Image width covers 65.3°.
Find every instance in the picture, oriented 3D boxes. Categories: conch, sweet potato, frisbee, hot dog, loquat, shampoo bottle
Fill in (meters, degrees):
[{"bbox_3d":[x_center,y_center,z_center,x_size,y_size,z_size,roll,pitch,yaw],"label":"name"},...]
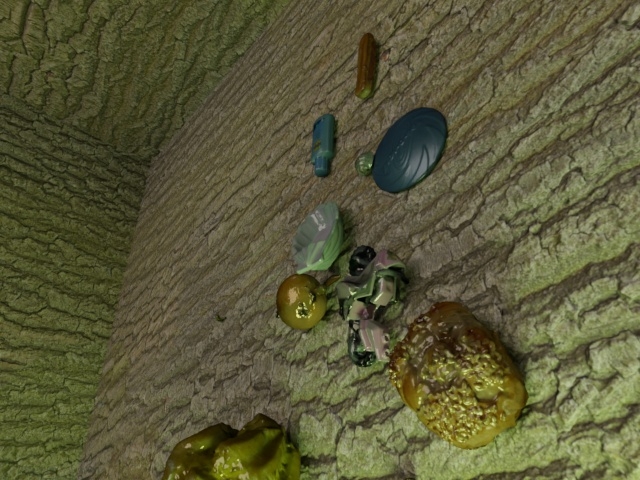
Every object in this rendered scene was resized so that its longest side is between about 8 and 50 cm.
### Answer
[{"bbox_3d":[0.142,-0.256,1.630,0.076,0.056,0.085,119,156,-46],"label":"conch"},{"bbox_3d":[0.025,0.134,1.572,0.115,0.026,0.026,-42,39,34],"label":"sweet potato"},{"bbox_3d":[0.253,-0.281,1.510,0.289,0.049,0.290,-32,45,39],"label":"frisbee"},{"bbox_3d":[0.169,-0.647,1.853,0.087,0.061,0.286,-19,56,51],"label":"hot dog"},{"bbox_3d":[-0.053,0.183,1.527,0.204,0.149,0.172,-33,54,41],"label":"loquat"},{"bbox_3d":[0.008,-0.354,1.879,0.103,0.061,0.259,-29,47,42],"label":"shampoo bottle"}]

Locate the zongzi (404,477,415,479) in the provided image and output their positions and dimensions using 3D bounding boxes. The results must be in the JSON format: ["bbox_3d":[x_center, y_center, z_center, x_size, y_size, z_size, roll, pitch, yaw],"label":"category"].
[{"bbox_3d":[0.193,0.558,1.057,0.076,0.040,0.083,-52,47,6],"label":"zongzi"}]

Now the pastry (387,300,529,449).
[{"bbox_3d":[0.264,0.269,1.038,0.255,0.161,0.311,-61,32,8],"label":"pastry"}]

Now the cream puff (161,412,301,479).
[{"bbox_3d":[-0.220,0.603,1.342,0.378,0.378,0.276,6,73,55],"label":"cream puff"}]

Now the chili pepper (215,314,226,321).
[{"bbox_3d":[-0.413,0.318,2.049,0.083,0.017,0.030,7,73,56],"label":"chili pepper"}]

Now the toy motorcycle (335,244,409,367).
[{"bbox_3d":[0.140,0.158,1.296,0.188,0.143,0.327,-21,60,45],"label":"toy motorcycle"}]

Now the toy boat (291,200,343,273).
[{"bbox_3d":[0.000,0.000,1.595,0.199,0.100,0.290,-31,28,33],"label":"toy boat"}]
